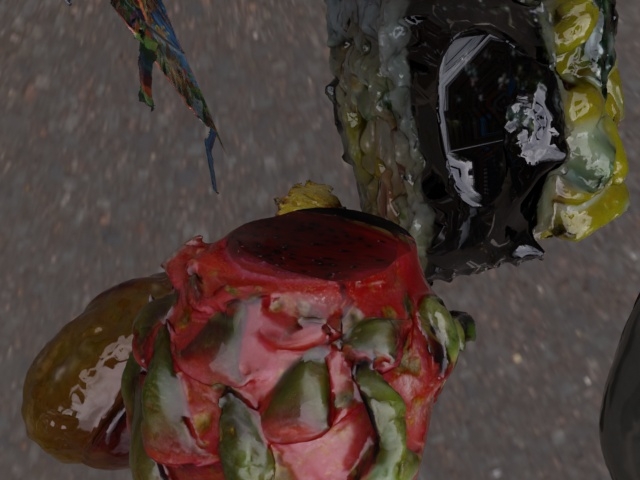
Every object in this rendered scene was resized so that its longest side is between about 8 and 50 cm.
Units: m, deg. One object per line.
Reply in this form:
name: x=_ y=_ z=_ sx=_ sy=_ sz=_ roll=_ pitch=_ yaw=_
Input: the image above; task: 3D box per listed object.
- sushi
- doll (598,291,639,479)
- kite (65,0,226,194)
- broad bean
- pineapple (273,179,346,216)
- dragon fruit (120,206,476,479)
sushi: x=0.176 y=-0.135 z=1.809 sx=0.285 sy=0.329 sz=0.327 roll=-10 pitch=93 yaw=-12
doll: x=0.372 y=0.058 z=0.912 sx=0.382 sy=0.252 sz=0.378 roll=42 pitch=124 yaw=15
kite: x=-0.103 y=-0.125 z=1.109 sx=0.010 sy=0.160 sz=0.183 roll=-27 pitch=124 yaw=15
broad bean: x=-0.151 y=0.111 z=1.599 sx=0.228 sy=0.122 sz=0.156 roll=-30 pitch=138 yaw=6
pineapple: x=0.000 y=0.000 z=1.871 sx=0.077 sy=0.114 sz=0.114 roll=1 pitch=116 yaw=20
dragon fruit: x=-0.007 y=0.083 z=0.860 sx=0.167 sy=0.160 sz=0.172 roll=1 pitch=113 yaw=-15
